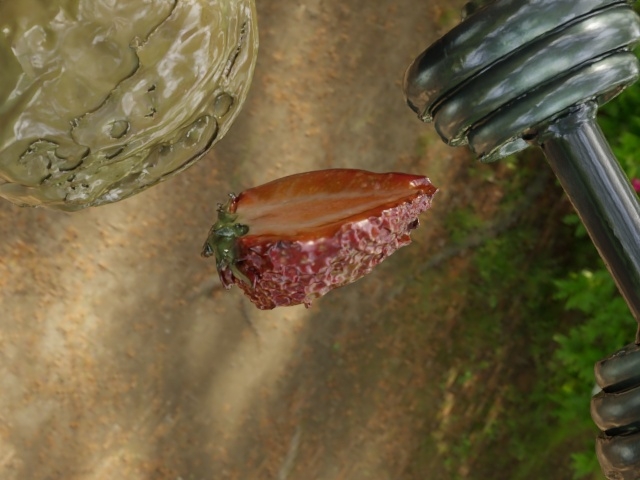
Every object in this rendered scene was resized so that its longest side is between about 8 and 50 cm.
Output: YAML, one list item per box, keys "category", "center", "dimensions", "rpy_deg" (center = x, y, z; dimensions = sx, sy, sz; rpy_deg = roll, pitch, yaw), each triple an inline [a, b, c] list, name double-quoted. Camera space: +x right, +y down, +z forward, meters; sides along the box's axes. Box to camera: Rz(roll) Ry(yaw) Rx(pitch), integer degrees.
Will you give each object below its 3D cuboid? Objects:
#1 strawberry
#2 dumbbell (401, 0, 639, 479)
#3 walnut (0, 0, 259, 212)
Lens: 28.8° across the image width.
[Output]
- category: "strawberry"
  center: [0.000, -0.008, 1.268]
  dimensions: [0.228, 0.174, 0.098]
  rpy_deg: [-21, 120, -14]
- category: "dumbbell"
  center: [0.199, -0.013, 0.837]
  dimensions: [0.179, 0.406, 0.179]
  rpy_deg: [-26, 173, -3]
- category: "walnut"
  center: [-0.153, -0.126, 0.846]
  dimensions: [0.245, 0.198, 0.198]
  rpy_deg: [-35, 145, 11]
